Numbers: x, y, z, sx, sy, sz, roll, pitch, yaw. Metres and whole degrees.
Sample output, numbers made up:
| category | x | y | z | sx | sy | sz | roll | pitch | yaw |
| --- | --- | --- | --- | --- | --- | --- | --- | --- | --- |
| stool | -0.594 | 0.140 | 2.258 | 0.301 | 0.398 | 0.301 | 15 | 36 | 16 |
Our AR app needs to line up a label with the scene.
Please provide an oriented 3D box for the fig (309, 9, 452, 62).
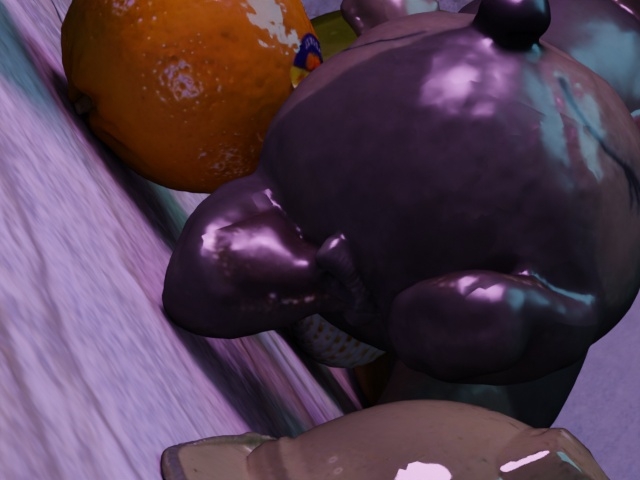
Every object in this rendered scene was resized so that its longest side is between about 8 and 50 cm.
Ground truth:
| category | x | y | z | sx | sy | sz | roll | pitch | yaw |
| --- | --- | --- | --- | --- | --- | --- | --- | --- | --- |
| fig | 0.069 | -0.142 | 1.922 | 0.316 | 0.316 | 0.316 | 54 | 4 | -5 |

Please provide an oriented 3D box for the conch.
| category | x | y | z | sx | sy | sz | roll | pitch | yaw |
| --- | --- | --- | --- | --- | --- | --- | --- | --- | --- |
| conch | 0.000 | 0.026 | 1.259 | 0.135 | 0.102 | 0.153 | 37 | -8 | 43 |

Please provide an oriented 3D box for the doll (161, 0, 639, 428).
| category | x | y | z | sx | sy | sz | roll | pitch | yaw |
| --- | --- | --- | --- | --- | --- | --- | --- | --- | --- |
| doll | 0.103 | 0.021 | 0.987 | 0.252 | 0.382 | 0.378 | 9 | -56 | 33 |

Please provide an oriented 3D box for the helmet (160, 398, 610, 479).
| category | x | y | z | sx | sy | sz | roll | pitch | yaw |
| --- | --- | --- | --- | --- | --- | --- | --- | --- | --- |
| helmet | 0.062 | 0.135 | 0.702 | 0.204 | 0.137 | 0.257 | 56 | 5 | 28 |

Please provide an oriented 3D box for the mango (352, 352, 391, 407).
| category | x | y | z | sx | sy | sz | roll | pitch | yaw |
| --- | --- | --- | --- | --- | --- | --- | --- | --- | --- |
| mango | 0.116 | 0.071 | 1.422 | 0.199 | 0.221 | 0.384 | 10 | 7 | 0 |

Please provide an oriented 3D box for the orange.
| category | x | y | z | sx | sy | sz | roll | pitch | yaw |
| --- | --- | --- | --- | --- | --- | --- | --- | --- | --- |
| orange | -0.080 | -0.114 | 1.061 | 0.177 | 0.155 | 0.177 | 62 | 4 | -8 |
